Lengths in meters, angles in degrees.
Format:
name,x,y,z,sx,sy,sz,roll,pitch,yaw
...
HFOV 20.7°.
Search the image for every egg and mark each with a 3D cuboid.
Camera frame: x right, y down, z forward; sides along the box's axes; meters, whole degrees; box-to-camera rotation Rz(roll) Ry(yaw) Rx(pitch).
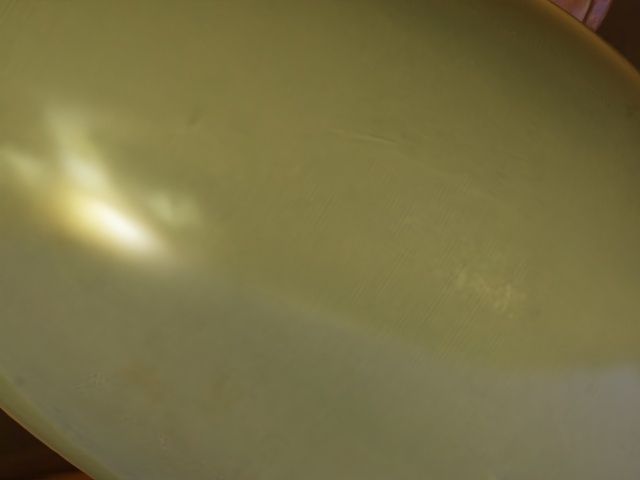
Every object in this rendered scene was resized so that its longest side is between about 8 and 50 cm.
name,x,y,z,sx,sy,sz,roll,pitch,yaw
egg,0.000,0.000,0.622,0.371,0.230,0.230,28,175,-25

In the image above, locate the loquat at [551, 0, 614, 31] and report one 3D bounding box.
name,x,y,z,sx,sy,sz,roll,pitch,yaw
loquat,0.115,-0.273,1.545,0.328,0.328,0.328,-2,-172,0
